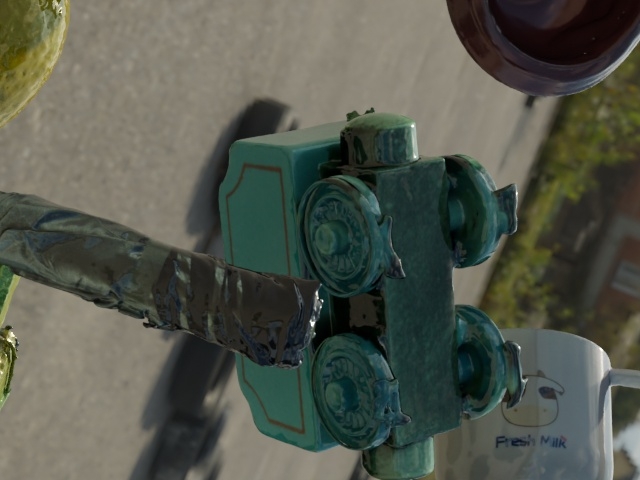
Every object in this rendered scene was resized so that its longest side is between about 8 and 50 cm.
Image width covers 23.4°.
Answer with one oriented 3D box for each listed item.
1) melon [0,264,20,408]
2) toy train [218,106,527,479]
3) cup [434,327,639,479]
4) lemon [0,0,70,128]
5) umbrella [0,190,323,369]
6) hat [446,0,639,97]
[{"bbox_3d":[-0.316,0.089,1.234,0.265,0.129,0.169,113,-8,-49],"label":"melon"},{"bbox_3d":[0.021,0.027,0.874,0.112,0.163,0.203,-11,103,-37],"label":"toy train"},{"bbox_3d":[0.168,0.160,1.142,0.134,0.173,0.142,131,-34,-54],"label":"cup"},{"bbox_3d":[-0.274,-0.159,1.085,0.244,0.187,0.187,-52,174,8],"label":"lemon"},{"bbox_3d":[-0.092,0.015,0.719,0.050,0.188,0.046,75,32,-82],"label":"umbrella"},{"bbox_3d":[0.195,-0.227,1.324,0.205,0.205,0.089,-68,-165,1],"label":"hat"}]
